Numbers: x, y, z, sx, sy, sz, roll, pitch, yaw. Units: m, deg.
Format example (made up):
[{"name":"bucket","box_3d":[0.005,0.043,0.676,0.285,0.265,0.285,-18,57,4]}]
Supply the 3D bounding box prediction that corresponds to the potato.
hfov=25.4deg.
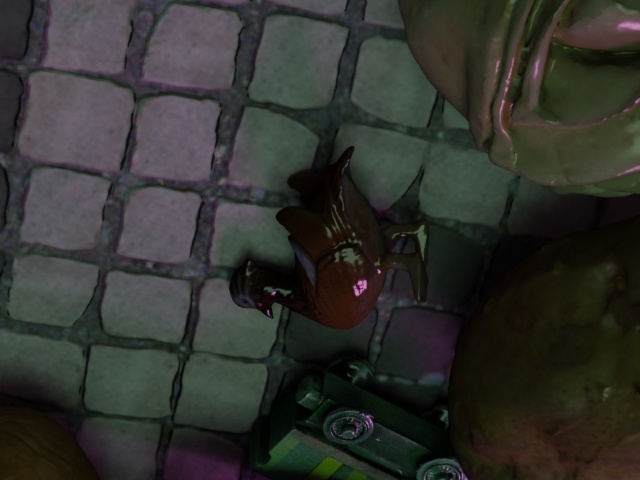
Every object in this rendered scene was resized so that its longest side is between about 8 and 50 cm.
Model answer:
[{"name":"potato","box_3d":[0.221,0.111,1.188,0.237,0.301,0.288,-7,89,17]}]

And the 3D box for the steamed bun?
[{"name":"steamed bun","box_3d":[0.229,-0.149,1.055,0.276,0.203,0.289,-39,116,15]}]

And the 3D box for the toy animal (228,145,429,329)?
[{"name":"toy animal","box_3d":[0.000,0.000,1.194,0.179,0.089,0.188,-2,126,13]}]

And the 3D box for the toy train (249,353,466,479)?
[{"name":"toy train","box_3d":[0.046,0.191,1.308,0.200,0.083,0.132,31,123,-20]}]

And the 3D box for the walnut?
[{"name":"walnut","box_3d":[-0.273,0.237,1.256,0.165,0.165,0.197,-28,118,11]}]
